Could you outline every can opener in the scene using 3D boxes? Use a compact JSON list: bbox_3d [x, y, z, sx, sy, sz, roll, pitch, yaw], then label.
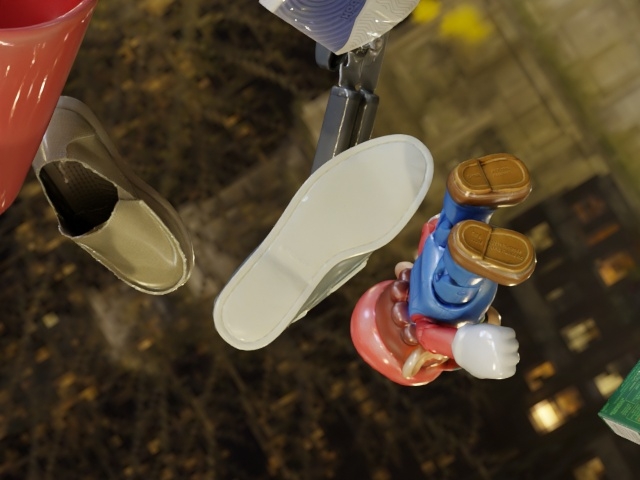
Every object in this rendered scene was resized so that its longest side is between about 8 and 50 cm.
[{"bbox_3d":[0.027,-0.185,2.327,0.095,0.283,0.076,20,-171,43],"label":"can opener"}]

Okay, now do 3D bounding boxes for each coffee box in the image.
[{"bbox_3d":[0.373,0.167,1.701,0.184,0.113,0.040,20,155,52],"label":"coffee box"}]

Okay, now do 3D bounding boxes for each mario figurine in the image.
[{"bbox_3d":[0.151,0.045,1.721,0.170,0.198,0.320,39,150,7],"label":"mario figurine"}]

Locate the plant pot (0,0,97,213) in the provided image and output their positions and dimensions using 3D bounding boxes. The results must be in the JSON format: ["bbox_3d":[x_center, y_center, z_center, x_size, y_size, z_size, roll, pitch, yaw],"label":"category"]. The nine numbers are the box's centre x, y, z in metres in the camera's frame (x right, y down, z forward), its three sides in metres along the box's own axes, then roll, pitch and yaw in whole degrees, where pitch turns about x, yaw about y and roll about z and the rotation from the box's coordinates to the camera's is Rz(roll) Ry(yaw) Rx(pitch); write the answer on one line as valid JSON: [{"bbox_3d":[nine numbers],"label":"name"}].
[{"bbox_3d":[-0.344,-0.157,1.523,0.275,0.243,0.275,12,-144,-9],"label":"plant pot"}]

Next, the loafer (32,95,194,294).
[{"bbox_3d":[-0.226,-0.028,1.802,0.268,0.102,0.092,53,-153,-34],"label":"loafer"}]

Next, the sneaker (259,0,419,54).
[{"bbox_3d":[0.060,-0.350,1.775,0.127,0.315,0.182,35,-169,-34],"label":"sneaker"}]

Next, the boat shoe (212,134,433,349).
[{"bbox_3d":[0.000,0.000,2.002,0.116,0.319,0.099,45,175,1],"label":"boat shoe"}]
